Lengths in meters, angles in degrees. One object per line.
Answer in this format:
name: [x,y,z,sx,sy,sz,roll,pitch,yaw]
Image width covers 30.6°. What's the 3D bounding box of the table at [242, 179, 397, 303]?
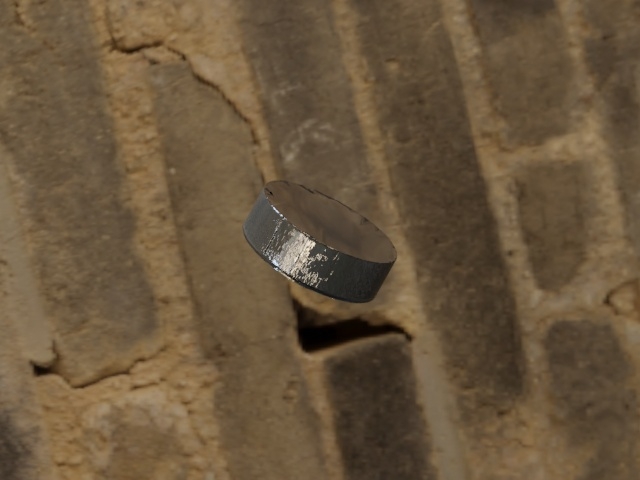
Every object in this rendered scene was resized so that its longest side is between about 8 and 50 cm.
table: [0.000,0.000,1.023,0.133,0.133,0.043,13,-66,-39]
